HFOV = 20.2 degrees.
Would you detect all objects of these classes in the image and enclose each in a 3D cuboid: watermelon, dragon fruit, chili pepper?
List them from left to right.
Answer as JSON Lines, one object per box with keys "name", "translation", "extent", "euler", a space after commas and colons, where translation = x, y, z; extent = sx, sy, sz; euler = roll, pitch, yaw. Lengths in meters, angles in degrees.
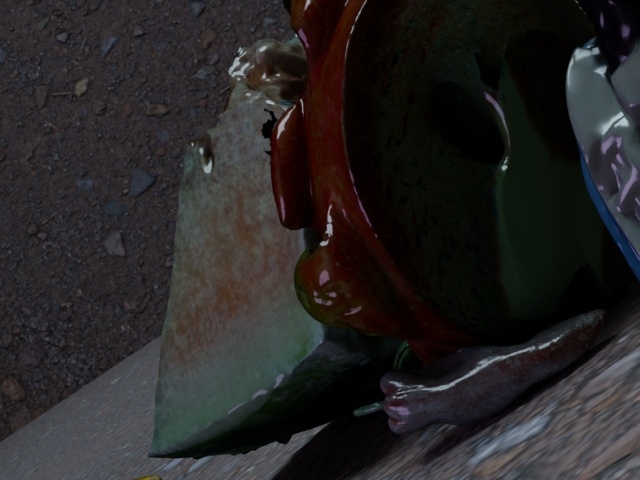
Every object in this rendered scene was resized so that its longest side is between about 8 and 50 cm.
{"name": "watermelon", "translation": [0.012, 0.008, 1.181], "extent": [0.151, 0.302, 0.264], "euler": [6, 10, 33]}
{"name": "dragon fruit", "translation": [0.088, -0.046, 1.045], "extent": [0.130, 0.295, 0.268], "euler": [3, 15, 42]}
{"name": "chili pepper", "translation": [0.088, 0.077, 0.991], "extent": [0.153, 0.041, 0.050], "euler": [-18, 28, 11]}

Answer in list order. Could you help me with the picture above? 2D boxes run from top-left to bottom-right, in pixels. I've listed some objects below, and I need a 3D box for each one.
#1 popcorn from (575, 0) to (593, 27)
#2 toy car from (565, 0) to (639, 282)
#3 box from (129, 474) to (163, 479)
{"name": "popcorn", "translation": [0.223, -0.134, 1.247], "extent": [0.250, 0.190, 0.250], "euler": [-7, 35, 5]}
{"name": "toy car", "translation": [0.234, -0.061, 0.561], "extent": [0.314, 0.198, 0.166], "euler": [-33, -28, 4]}
{"name": "box", "translation": [-0.212, 0.256, 1.007], "extent": [0.301, 0.084, 0.193], "euler": [-37, 4, -25]}
